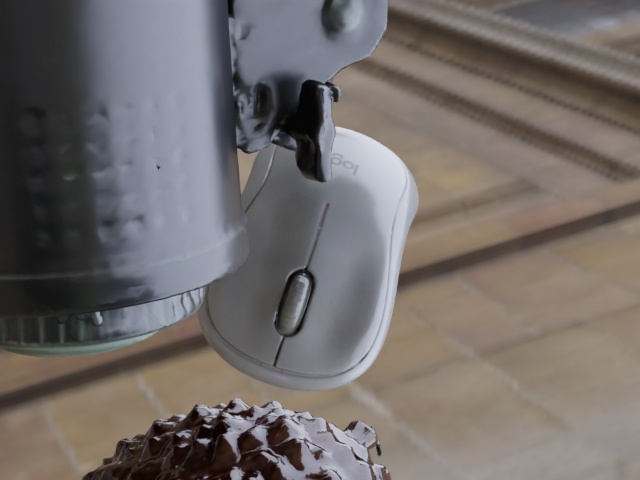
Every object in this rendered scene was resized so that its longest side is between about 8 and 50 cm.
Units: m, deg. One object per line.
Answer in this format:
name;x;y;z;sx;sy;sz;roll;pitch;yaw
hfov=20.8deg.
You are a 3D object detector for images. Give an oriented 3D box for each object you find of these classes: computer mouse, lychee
computer mouse;0.000;0.000;1.650;0.121;0.184;0.297;112;2;-49
lychee;-0.041;0.218;1.077;0.264;0.300;0.264;18;-42;17

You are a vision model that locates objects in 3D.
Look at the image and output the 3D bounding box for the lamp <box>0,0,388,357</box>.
lamp;-0.156;-0.073;0.963;0.205;0.374;0.272;25;-77;63
